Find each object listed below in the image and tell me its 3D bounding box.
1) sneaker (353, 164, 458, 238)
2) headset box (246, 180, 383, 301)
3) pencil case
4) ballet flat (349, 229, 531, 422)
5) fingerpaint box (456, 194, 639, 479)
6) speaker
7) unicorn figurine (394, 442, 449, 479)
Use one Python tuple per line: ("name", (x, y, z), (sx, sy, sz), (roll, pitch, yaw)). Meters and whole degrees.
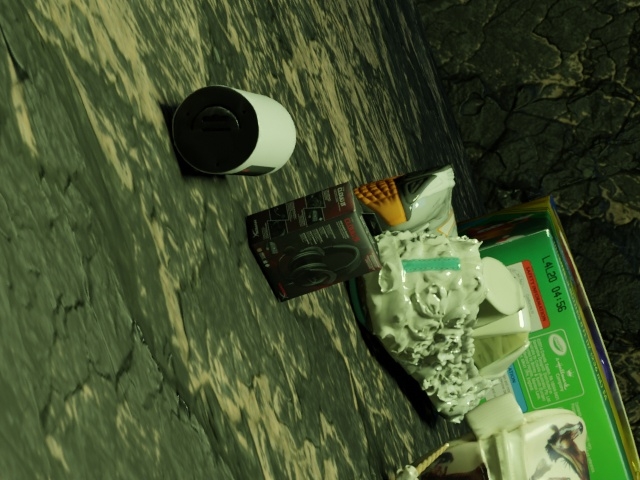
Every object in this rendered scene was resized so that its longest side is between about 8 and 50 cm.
("sneaker", (0.098, -0.008, 1.953), (0.262, 0.099, 0.121), (-16, 93, -80))
("headset box", (0.000, 0.000, 1.349), (0.032, 0.083, 0.062), (-100, 169, -45))
("pencil case", (0.178, 0.333, 1.537), (0.183, 0.160, 0.410), (108, -30, -68))
("ballet flat", (0.130, 0.080, 1.844), (0.409, 0.147, 0.147), (46, 28, -73))
("fingerpaint box", (0.281, 0.190, 2.453), (0.371, 0.163, 0.445), (-44, 116, -80))
("speaker", (-0.053, -0.068, 1.252), (0.136, 0.055, 0.055), (-8, 81, -82))
("unicorn figurine", (0.047, 0.206, 1.353), (0.111, 0.060, 0.162), (52, 38, -67))
